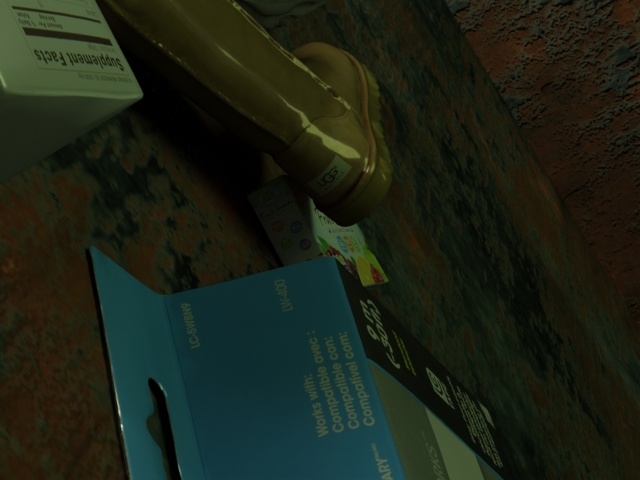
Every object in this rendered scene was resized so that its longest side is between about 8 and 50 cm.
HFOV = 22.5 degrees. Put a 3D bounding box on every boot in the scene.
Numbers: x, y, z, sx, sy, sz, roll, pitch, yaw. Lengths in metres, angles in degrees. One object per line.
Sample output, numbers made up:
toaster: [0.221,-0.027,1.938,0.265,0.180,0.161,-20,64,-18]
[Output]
boot: [-0.068,-0.152,1.182,0.269,0.089,0.236,39,13,-29]

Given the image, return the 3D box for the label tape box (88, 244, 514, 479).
label tape box: [0.021,0.145,0.927,0.334,0.106,0.240,45,20,-46]

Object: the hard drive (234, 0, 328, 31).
hard drive: [-0.024,-0.309,1.378,0.339,0.237,0.064,31,32,-64]

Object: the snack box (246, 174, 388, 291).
snack box: [0.000,0.000,1.264,0.100,0.037,0.141,60,14,7]

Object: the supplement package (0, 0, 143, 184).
supplement package: [-0.202,-0.130,0.641,0.244,0.139,0.134,63,16,3]
